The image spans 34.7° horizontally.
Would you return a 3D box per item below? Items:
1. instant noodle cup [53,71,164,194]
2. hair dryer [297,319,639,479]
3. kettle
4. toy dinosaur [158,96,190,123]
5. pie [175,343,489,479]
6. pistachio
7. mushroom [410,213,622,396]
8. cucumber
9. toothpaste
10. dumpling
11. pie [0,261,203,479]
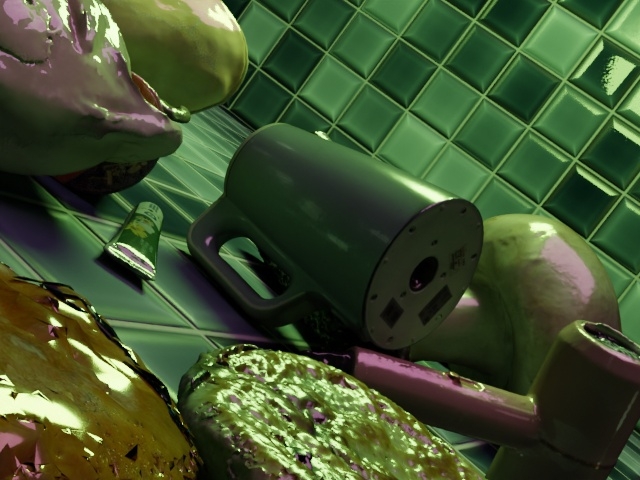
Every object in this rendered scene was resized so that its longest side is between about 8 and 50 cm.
[{"bbox_3d":[-0.215,-0.108,1.014,0.127,0.127,0.135,36,-2,-9],"label":"instant noodle cup"},{"bbox_3d":[0.139,0.142,0.946,0.344,0.189,0.107,18,16,-22],"label":"hair dryer"},{"bbox_3d":[0.000,0.000,1.004,0.243,0.210,0.160,33,-18,36],"label":"kettle"},{"bbox_3d":[-0.305,-0.197,1.340,0.294,0.077,0.162,24,4,28],"label":"toy dinosaur"},{"bbox_3d":[0.033,0.159,0.618,0.302,0.067,0.302,35,7,-5],"label":"pie"},{"bbox_3d":[-0.269,-0.308,1.582,0.321,0.238,0.229,21,12,-2],"label":"pistachio"},{"bbox_3d":[0.222,0.118,1.306,0.290,0.298,0.297,-4,21,-16],"label":"mushroom"},{"bbox_3d":[0.009,0.058,1.136,0.096,0.096,0.359,33,10,-28],"label":"cucumber"},{"bbox_3d":[-0.160,-0.005,0.907,0.049,0.031,0.204,34,9,-12],"label":"toothpaste"},{"bbox_3d":[-0.280,-0.137,0.830,0.318,0.187,0.243,43,-35,-16],"label":"dumpling"},{"bbox_3d":[-0.158,0.040,0.432,0.273,0.069,0.273,42,5,-5],"label":"pie"}]
